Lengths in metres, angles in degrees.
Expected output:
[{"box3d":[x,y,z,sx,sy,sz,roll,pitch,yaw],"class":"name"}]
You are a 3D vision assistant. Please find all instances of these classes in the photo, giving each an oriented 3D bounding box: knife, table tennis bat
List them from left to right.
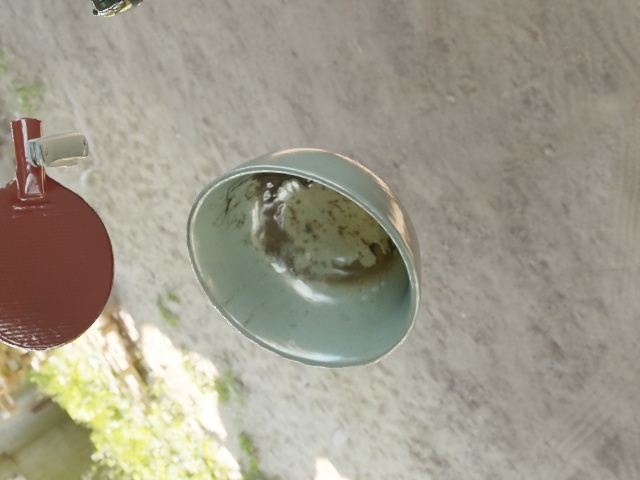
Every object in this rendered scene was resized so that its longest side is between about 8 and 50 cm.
[{"box3d":[-0.378,-0.008,1.314,0.038,0.200,0.310,161,104,-67],"class":"table tennis bat"},{"box3d":[-0.325,-0.111,1.232,0.162,0.023,0.044,-56,-36,-79],"class":"knife"}]

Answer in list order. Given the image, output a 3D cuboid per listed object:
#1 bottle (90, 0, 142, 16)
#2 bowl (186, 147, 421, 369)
[{"box3d":[-0.352,-0.480,1.520,0.271,0.156,0.143,66,-164,-9],"class":"bottle"},{"box3d":[0.000,0.000,1.177,0.289,0.146,0.289,14,129,18],"class":"bowl"}]
